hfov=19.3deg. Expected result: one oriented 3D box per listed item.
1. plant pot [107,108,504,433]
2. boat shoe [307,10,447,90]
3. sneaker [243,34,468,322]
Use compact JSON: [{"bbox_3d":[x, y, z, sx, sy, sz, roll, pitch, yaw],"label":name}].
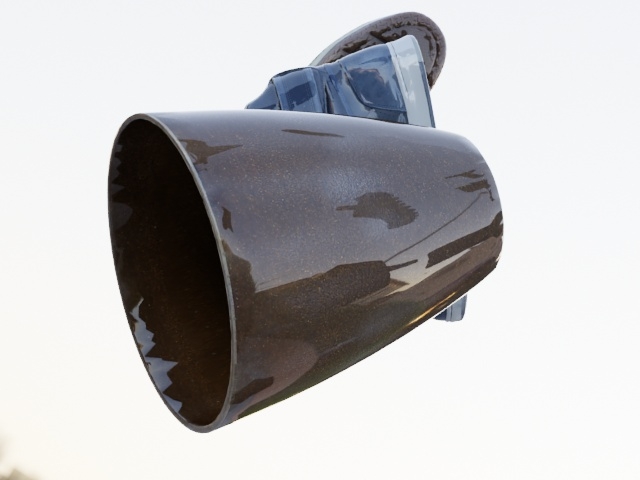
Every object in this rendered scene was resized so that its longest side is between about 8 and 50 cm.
[{"bbox_3d":[0.000,0.000,1.285,0.215,0.230,0.215,40,-44,53],"label":"plant pot"},{"bbox_3d":[-0.005,-0.104,1.617,0.095,0.257,0.095,52,-11,-16],"label":"boat shoe"},{"bbox_3d":[0.020,-0.032,1.456,0.163,0.226,0.086,-13,-10,-5],"label":"sneaker"}]
